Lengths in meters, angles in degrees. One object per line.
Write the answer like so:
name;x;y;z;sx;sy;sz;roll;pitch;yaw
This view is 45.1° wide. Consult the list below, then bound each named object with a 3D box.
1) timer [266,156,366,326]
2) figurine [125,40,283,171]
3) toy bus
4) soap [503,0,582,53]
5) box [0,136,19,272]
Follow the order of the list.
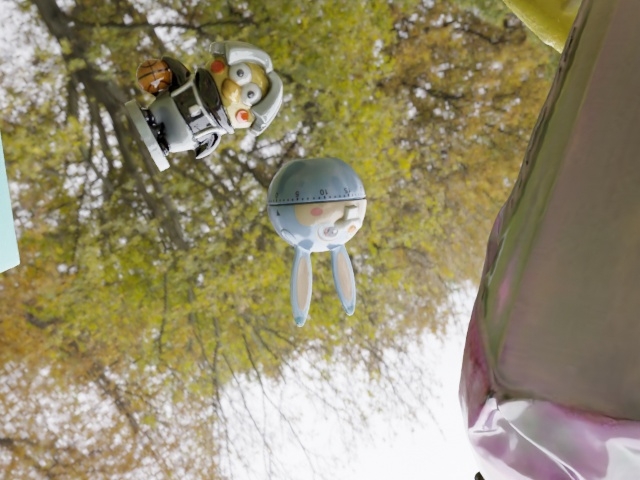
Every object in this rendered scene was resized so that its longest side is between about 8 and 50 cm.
timer;0.009;-0.015;1.213;0.175;0.175;0.255;-19;-105;1
figurine;-0.179;-0.225;1.209;0.236;0.176;0.133;-26;-167;-6
toy bus;0.188;-0.027;0.422;0.171;0.162;0.386;9;-117;33
soap;0.397;-0.324;0.967;0.306;0.115;0.427;-38;-108;-11
box;-0.222;-0.025;0.293;0.041;0.162;0.229;10;-157;24
